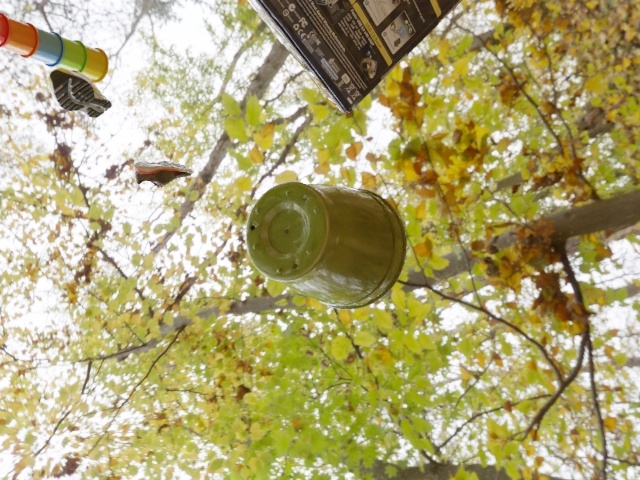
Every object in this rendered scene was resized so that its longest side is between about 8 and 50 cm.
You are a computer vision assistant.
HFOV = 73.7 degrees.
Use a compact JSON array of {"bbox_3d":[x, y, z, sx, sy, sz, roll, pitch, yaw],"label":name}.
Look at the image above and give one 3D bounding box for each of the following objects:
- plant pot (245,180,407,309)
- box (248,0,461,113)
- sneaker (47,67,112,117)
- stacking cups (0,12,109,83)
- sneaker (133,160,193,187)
[{"bbox_3d":[0.000,0.000,1.131,0.353,0.366,0.366,16,-125,-61],"label":"plant pot"},{"bbox_3d":[0.027,-0.414,0.543,0.395,0.318,0.097,39,-168,-42],"label":"box"},{"bbox_3d":[-0.558,-0.346,0.962,0.081,0.208,0.094,-38,-86,-5],"label":"sneaker"},{"bbox_3d":[-0.670,-0.458,1.018,0.096,0.096,0.316,61,-156,6],"label":"stacking cups"},{"bbox_3d":[-0.413,-0.171,1.120,0.158,0.065,0.061,-6,-149,-42],"label":"sneaker"}]
